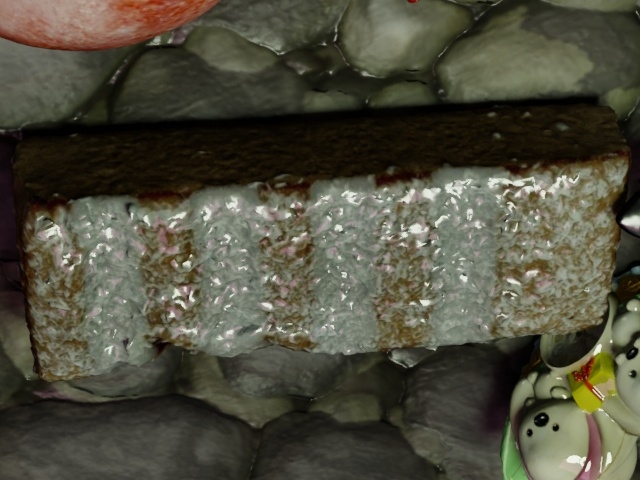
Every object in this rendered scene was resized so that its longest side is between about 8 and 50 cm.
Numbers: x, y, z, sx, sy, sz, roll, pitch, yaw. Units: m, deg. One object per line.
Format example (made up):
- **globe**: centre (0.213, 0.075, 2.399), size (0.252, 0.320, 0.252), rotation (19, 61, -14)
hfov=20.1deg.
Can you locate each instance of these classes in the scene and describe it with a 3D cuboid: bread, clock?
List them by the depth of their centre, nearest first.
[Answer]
- **bread**: centre (0.000, 0.000, 1.251), size (0.416, 0.113, 0.165), rotation (-5, 131, -2)
- **clock**: centre (0.220, 0.112, 1.339), size (0.103, 0.144, 0.231), rotation (33, 119, -25)

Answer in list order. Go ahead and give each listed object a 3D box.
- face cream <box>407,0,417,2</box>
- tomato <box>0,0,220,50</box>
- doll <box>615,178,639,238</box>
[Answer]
- **face cream**: centre (0.043, -0.187, 1.161), size (0.040, 0.021, 0.083), rotation (-25, 127, 16)
- **tomato**: centre (-0.130, -0.239, 0.968), size (0.270, 0.227, 0.270), rotation (14, 126, 20)
- **doll**: centre (0.303, 0.032, 1.232), size (0.248, 0.088, 0.127), rotation (34, 158, -16)
